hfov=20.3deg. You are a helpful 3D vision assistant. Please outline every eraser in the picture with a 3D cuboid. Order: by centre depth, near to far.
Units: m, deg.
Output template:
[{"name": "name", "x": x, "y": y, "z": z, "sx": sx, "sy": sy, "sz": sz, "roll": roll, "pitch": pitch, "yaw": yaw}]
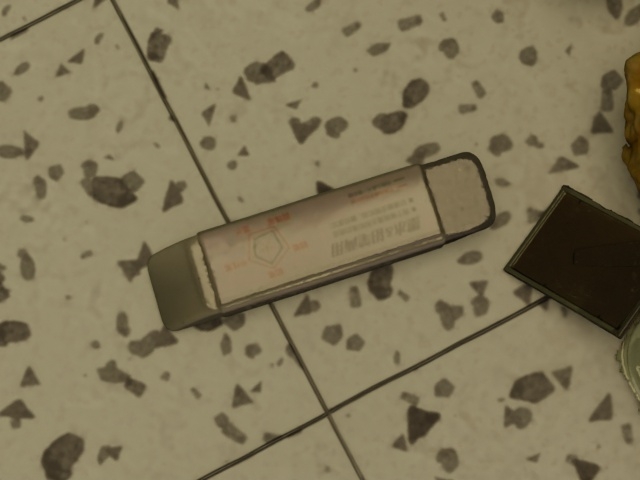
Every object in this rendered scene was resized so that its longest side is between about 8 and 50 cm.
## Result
[{"name": "eraser", "x": 0.000, "y": 0.000, "z": 1.785, "sx": 0.351, "sy": 0.061, "sz": 0.089, "roll": -17, "pitch": 80, "yaw": -2}]

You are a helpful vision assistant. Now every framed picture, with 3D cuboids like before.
[{"name": "framed picture", "x": 0.268, "y": 0.019, "z": 1.768, "sx": 0.149, "sy": 0.011, "sz": 0.109, "roll": 32, "pitch": 83, "yaw": 34}]

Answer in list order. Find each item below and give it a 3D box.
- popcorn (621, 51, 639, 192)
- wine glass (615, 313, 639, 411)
[{"name": "popcorn", "x": 0.400, "y": -0.125, "z": 1.721, "sx": 0.190, "sy": 0.250, "sz": 0.250, "roll": 17, "pitch": 80, "yaw": 42}, {"name": "wine glass", "x": 0.374, "y": 0.084, "z": 1.639, "sx": 0.143, "sy": 0.321, "sz": 0.143, "roll": 1, "pitch": 76, "yaw": -4}]
